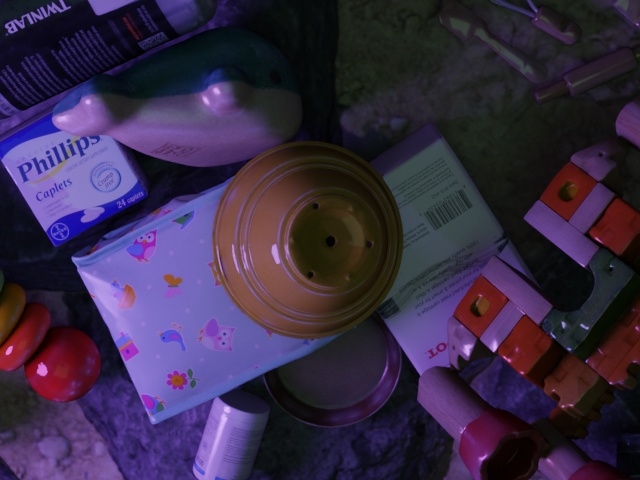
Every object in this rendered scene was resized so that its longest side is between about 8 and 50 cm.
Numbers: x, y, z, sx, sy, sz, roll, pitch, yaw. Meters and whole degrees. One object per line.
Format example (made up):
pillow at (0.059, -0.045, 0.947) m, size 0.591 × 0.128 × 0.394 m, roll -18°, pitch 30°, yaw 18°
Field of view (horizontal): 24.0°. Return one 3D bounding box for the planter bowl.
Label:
planter bowl at (0.000, 0.000, 1.601) m, size 0.217 × 0.090 × 0.217 m, roll 0°, pitch 90°, yaw -17°

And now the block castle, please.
block castle at (0.350, 0.098, 1.651) m, size 0.303 × 0.213 × 0.453 m, roll 29°, pitch 101°, yaw -43°

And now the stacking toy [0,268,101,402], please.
stacking toy at (-0.394, 0.073, 1.734) m, size 0.330 × 0.141 × 0.141 m, roll 36°, pitch 102°, yaw -19°

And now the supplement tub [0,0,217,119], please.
supplement tub at (-0.297, -0.258, 1.590) m, size 0.338 × 0.207 × 0.207 m, roll -25°, pitch 106°, yaw 4°

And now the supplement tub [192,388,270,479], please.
supplement tub at (-0.107, 0.240, 1.815) m, size 0.071 × 0.071 × 0.107 m, roll 17°, pitch 105°, yaw -7°

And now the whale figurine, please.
whale figurine at (-0.151, -0.162, 1.620) m, size 0.272 × 0.216 × 0.141 m, roll 0°, pitch 79°, yaw -34°

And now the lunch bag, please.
lunch bag at (-0.109, 0.049, 1.700) m, size 0.262 × 0.160 × 0.223 m, roll -25°, pitch 95°, yaw 10°

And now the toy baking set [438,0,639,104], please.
toy baking set at (0.270, -0.257, 1.710) m, size 0.256 × 0.030 × 0.196 m, roll -28°, pitch 100°, yaw -1°

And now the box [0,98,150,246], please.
box at (-0.280, -0.086, 1.710) m, size 0.126 × 0.072 × 0.137 m, roll -29°, pitch 105°, yaw 5°

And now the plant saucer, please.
plant saucer at (0.013, 0.143, 1.813) m, size 0.168 × 0.029 × 0.168 m, roll -1°, pitch 106°, yaw -3°

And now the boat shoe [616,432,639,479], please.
boat shoe at (0.504, 0.267, 1.839) m, size 0.301 × 0.108 × 0.102 m, roll 0°, pitch 77°, yaw -8°

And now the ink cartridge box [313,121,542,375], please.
ink cartridge box at (0.126, 0.012, 1.743) m, size 0.172 × 0.100 × 0.237 m, roll -32°, pitch 105°, yaw 6°
